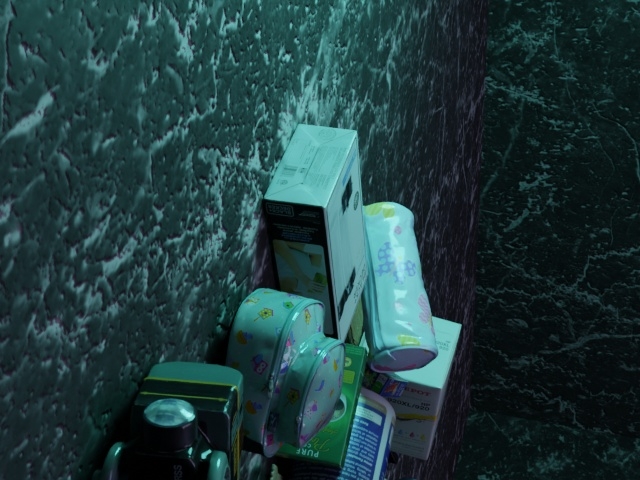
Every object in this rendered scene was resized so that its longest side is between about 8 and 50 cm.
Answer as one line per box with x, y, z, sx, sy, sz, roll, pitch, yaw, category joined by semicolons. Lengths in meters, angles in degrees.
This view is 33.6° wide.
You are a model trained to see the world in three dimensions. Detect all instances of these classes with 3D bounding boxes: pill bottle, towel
0.021;0.368;1.637;0.153;0.153;0.265;79;22;-52;pill bottle
0.058;0.124;1.914;0.148;0.027;0.110;71;30;-59;towel

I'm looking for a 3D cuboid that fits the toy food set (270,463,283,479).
-0.089;0.422;1.512;0.132;0.038;0.192;78;18;-70;toy food set

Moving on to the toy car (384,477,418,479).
0.081;0.520;2.008;0.238;0.210;0.219;54;23;-28;toy car

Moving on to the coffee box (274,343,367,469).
-0.002;0.241;1.586;0.040;0.113;0.184;71;29;-66;coffee box

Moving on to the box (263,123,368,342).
0.000;0.000;1.508;0.169;0.087;0.290;-67;160;-44;box

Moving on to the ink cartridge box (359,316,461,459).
0.154;0.268;2.018;0.233;0.171;0.168;94;14;-44;ink cartridge box

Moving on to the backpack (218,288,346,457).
-0.049;0.157;1.303;0.166;0.144;0.189;-19;113;-68;backpack

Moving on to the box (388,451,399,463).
0.135;0.361;2.232;0.147;0.077;0.180;68;33;-61;box

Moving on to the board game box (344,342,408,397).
0.069;0.215;1.788;0.035;0.136;0.201;-59;165;-1;board game box

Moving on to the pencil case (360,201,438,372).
0.112;0.074;1.693;0.124;0.113;0.273;33;43;-56;pencil case

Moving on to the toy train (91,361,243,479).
-0.136;0.284;1.066;0.190;0.142;0.334;-74;166;-65;toy train
